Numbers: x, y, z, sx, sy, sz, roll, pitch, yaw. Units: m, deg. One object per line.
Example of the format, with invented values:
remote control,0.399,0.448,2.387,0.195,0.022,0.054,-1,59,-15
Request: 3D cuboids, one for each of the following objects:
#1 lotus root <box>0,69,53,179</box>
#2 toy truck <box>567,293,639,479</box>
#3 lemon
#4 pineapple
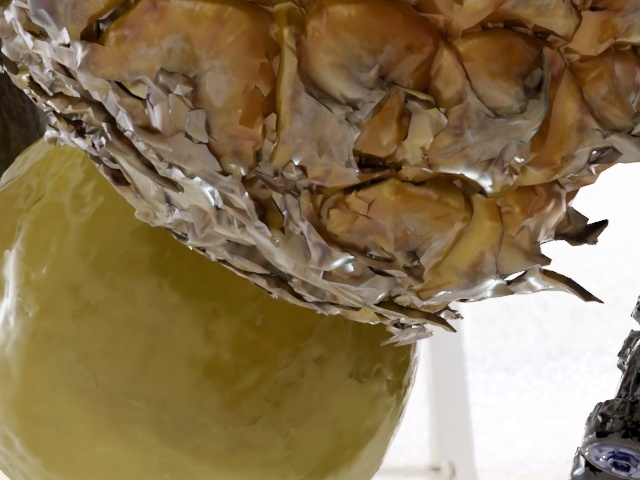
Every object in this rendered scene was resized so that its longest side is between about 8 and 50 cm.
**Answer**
lotus root,-0.303,-0.123,1.241,0.122,0.241,0.124,-11,178,10
toy truck,0.308,0.152,1.126,0.177,0.213,0.161,24,-115,14
lemon,-0.088,0.055,0.981,0.347,0.348,0.348,-6,-153,3
pineapple,0.023,-0.126,0.617,0.352,0.352,0.300,23,-104,45
